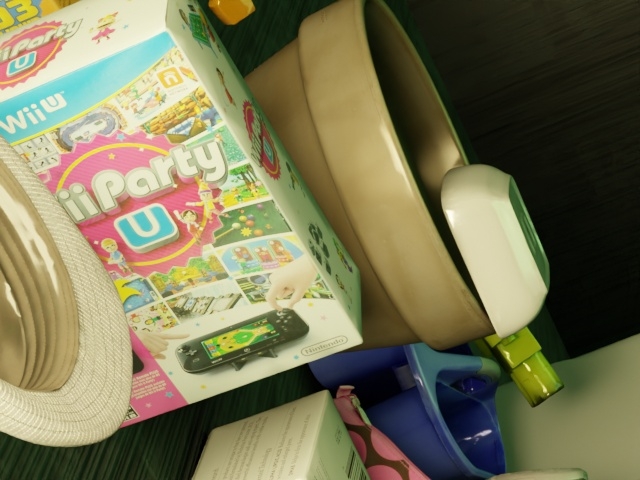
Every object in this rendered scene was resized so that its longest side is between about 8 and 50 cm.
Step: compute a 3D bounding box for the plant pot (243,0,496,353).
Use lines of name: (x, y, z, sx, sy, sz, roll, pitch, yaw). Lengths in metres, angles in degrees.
plant pot: (-0.021, -0.023, 1.577, 0.323, 0.280, 0.323, -21, 90, -77)

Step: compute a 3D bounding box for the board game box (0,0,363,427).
board game box: (-0.132, -0.020, 1.261, 0.097, 0.224, 0.303, -91, 155, -51)

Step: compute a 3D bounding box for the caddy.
caddy: (0.120, 0.174, 2.046, 0.341, 0.179, 0.241, 32, 39, -69)

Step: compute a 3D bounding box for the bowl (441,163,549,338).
bowl: (0.155, 0.002, 1.514, 0.142, 0.053, 0.142, -63, 131, -74)

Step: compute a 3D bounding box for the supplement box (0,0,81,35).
supplement box: (-0.238, -0.191, 1.432, 0.080, 0.078, 0.233, -94, 158, -45)

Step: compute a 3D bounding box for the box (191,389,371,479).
box: (-0.019, 0.252, 1.492, 0.182, 0.119, 0.181, -71, 137, -70)

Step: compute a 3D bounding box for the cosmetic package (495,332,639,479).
cosmetic package: (0.408, 0.401, 2.490, 0.394, 0.329, 0.327, 53, 20, -45)

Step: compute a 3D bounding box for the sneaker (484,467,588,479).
sneaker: (0.227, 0.371, 2.018, 0.321, 0.124, 0.180, 124, -37, -62)

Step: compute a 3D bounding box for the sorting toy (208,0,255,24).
sorting toy: (-0.191, -0.307, 1.620, 0.041, 0.229, 0.307, 9, -49, 56)

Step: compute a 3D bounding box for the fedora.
fedora: (-0.237, 0.021, 0.987, 0.275, 0.124, 0.244, 47, 21, -35)

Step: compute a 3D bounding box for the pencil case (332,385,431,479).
pencil case: (0.067, 0.240, 1.739, 0.209, 0.098, 0.095, 41, 15, 25)

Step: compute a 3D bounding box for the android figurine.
android figurine: (0.192, 0.080, 2.128, 0.273, 0.056, 0.248, 54, -1, 7)
